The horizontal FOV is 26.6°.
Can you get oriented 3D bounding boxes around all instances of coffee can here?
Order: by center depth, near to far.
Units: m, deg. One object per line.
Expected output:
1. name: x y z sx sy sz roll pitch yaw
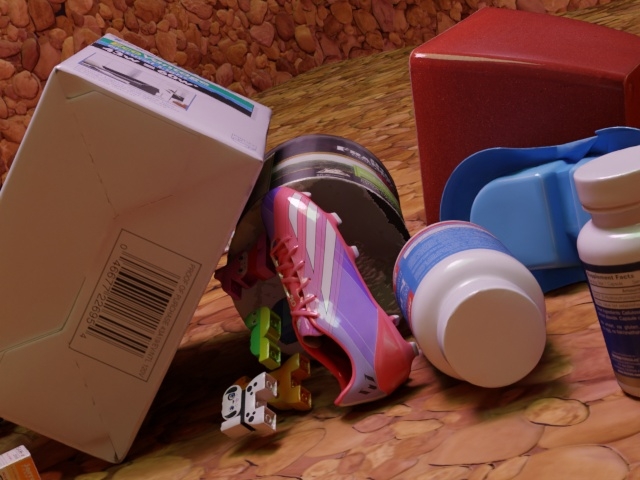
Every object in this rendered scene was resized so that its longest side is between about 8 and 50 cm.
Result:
1. coffee can: 0.000 0.000 1.541 0.201 0.201 0.275 -18 13 4

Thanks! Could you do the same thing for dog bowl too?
1. dog bowl: 0.266 -0.028 1.393 0.297 0.166 0.074 -8 5 41

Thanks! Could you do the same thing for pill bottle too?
1. pill bottle: 0.270 0.022 1.091 0.112 0.186 0.112 -18 13 4
2. pill bottle: 0.140 0.060 1.262 0.124 0.124 0.221 -19 12 0

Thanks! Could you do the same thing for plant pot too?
1. plant pot: 0.274 -0.124 1.602 0.236 0.267 0.267 3 22 27

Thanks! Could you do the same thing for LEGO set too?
1. LEGO set: -0.066 0.117 1.352 0.093 0.087 0.227 -26 44 27

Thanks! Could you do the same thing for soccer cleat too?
1. soccer cleat: -0.002 0.050 1.313 0.095 0.248 0.083 -23 -25 -27

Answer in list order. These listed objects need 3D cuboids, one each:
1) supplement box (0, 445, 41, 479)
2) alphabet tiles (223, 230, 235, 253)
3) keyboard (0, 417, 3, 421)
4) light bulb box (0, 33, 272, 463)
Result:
1. supplement box: -0.276 0.220 1.112 0.098 0.062 0.036 -24 13 -18
2. alphabet tiles: -0.075 -0.023 2.176 0.237 0.009 0.198 -19 13 -3
3. keyboard: -0.451 0.220 1.589 0.180 0.023 0.108 -23 34 12
4. light bulb box: -0.226 -0.010 1.472 0.225 0.358 0.361 25 13 -6
